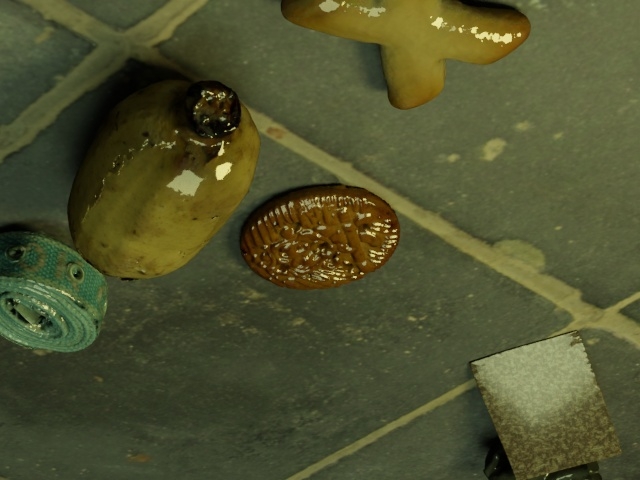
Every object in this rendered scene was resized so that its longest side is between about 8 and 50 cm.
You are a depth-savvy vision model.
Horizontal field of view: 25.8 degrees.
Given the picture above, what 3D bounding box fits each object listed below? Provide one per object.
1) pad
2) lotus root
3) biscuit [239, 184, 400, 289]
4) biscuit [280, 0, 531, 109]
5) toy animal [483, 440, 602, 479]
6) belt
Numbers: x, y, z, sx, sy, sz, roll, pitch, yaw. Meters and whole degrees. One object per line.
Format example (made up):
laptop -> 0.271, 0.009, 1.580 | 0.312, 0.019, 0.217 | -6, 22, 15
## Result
pad -> 0.314, 0.234, 1.945 | 0.158, 0.003, 0.235 | -18, 121, 13
lotus root -> -0.155, -0.066, 1.389 | 0.160, 0.146, 0.284 | -10, 157, -33
biscuit -> 0.000, 0.001, 1.611 | 0.187, 0.027, 0.188 | -5, 145, -3
biscuit -> 0.082, -0.207, 1.321 | 0.164, 0.047, 0.208 | -28, 140, 27
toy animal -> 0.361, 0.339, 2.116 | 0.269, 0.082, 0.137 | 11, 143, -31
belt -> -0.315, 0.056, 1.577 | 0.147, 0.082, 0.163 | 5, 147, -1
